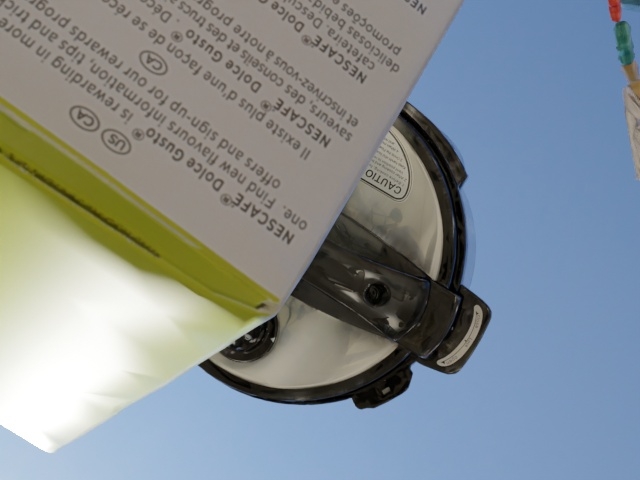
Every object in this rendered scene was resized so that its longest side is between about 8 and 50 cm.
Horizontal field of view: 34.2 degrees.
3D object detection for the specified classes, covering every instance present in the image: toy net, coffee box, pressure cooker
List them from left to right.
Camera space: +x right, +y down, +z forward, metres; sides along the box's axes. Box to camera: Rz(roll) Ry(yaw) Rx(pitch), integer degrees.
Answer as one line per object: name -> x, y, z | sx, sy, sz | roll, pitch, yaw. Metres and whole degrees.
coffee box -> -0.144, -0.142, 0.506 | 0.338, 0.334, 0.337 | 37, -31, -11
pressure cooker -> -0.001, 0.006, 1.201 | 0.369, 0.420, 0.376 | -13, -94, 11
toy net -> 0.301, -0.175, 0.974 | 0.045, 0.122, 0.232 | -8, -100, 19
